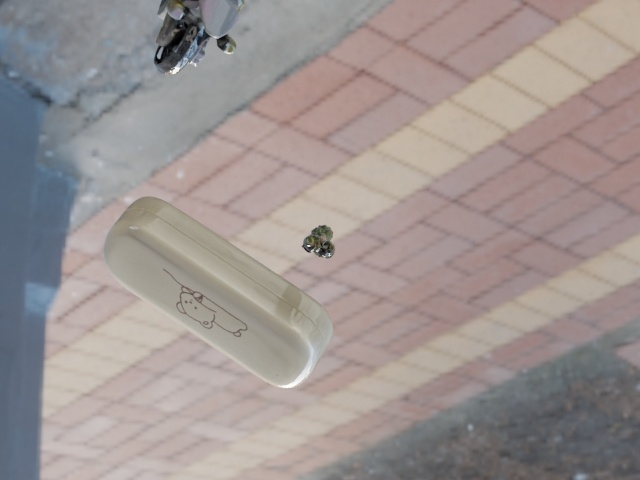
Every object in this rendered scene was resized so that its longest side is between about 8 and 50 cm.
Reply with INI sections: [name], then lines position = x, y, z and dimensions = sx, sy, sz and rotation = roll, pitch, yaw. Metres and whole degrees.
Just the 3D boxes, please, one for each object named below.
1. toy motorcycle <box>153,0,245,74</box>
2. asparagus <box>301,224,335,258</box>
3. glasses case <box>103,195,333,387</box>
[toy motorcycle]
position = -0.084, -0.254, 1.155
dimensions = 0.073, 0.225, 0.152
rotation = 32, 141, -26
[asparagus]
position = 0.000, 0.000, 1.012
dimensions = 0.023, 0.022, 0.233
rotation = -22, -177, 2
[glasses case]
position = -0.082, 0.041, 1.016
dimensions = 0.196, 0.050, 0.083
rotation = 33, 136, 5
